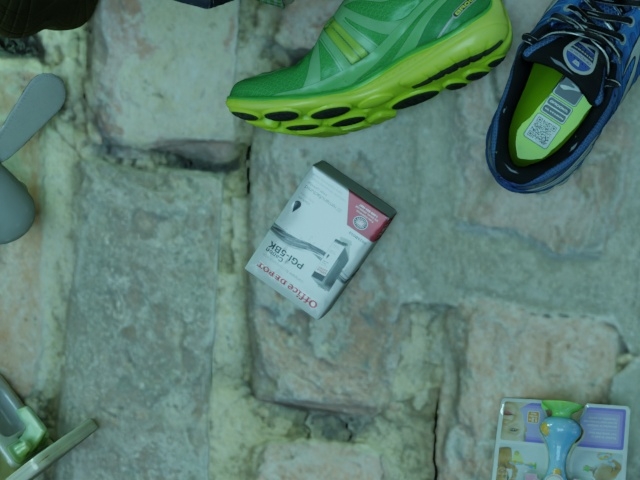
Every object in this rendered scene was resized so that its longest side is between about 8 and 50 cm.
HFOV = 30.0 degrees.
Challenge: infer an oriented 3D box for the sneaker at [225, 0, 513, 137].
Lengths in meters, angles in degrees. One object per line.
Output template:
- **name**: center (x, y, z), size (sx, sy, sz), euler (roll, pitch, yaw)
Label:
- **sneaker**: center (0.044, -0.186, 1.195), size (0.296, 0.109, 0.123), euler (-18, 72, 17)

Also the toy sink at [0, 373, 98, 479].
- **toy sink**: center (-0.393, 0.240, 1.326), size (0.234, 0.153, 0.131), euler (-38, 89, 17)

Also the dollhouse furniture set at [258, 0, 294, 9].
- **dollhouse furniture set**: center (-0.108, -0.327, 0.897), size (0.198, 0.151, 0.301), euler (19, 117, 14)

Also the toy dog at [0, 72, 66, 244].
- **toy dog**: center (-0.391, -0.175, 1.282), size (0.220, 0.161, 0.333), euler (7, 115, 10)

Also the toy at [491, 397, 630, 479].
- **toy**: center (0.224, 0.271, 1.177), size (0.137, 0.056, 0.237), euler (0, 69, 28)

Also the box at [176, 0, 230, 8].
- **box**: center (-0.193, -0.414, 1.093), size (0.343, 0.179, 0.312), euler (18, 116, 17)

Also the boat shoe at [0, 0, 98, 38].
- **boat shoe**: center (-0.302, -0.251, 1.190), size (0.073, 0.223, 0.080), euler (26, 106, 14)

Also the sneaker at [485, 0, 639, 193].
- **sneaker**: center (0.260, -0.183, 1.110), size (0.130, 0.147, 0.330), euler (28, 103, 7)

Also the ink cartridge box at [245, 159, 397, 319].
- **ink cartridge box**: center (0.000, 0.000, 1.245), size (0.099, 0.056, 0.135), euler (35, 104, 5)
